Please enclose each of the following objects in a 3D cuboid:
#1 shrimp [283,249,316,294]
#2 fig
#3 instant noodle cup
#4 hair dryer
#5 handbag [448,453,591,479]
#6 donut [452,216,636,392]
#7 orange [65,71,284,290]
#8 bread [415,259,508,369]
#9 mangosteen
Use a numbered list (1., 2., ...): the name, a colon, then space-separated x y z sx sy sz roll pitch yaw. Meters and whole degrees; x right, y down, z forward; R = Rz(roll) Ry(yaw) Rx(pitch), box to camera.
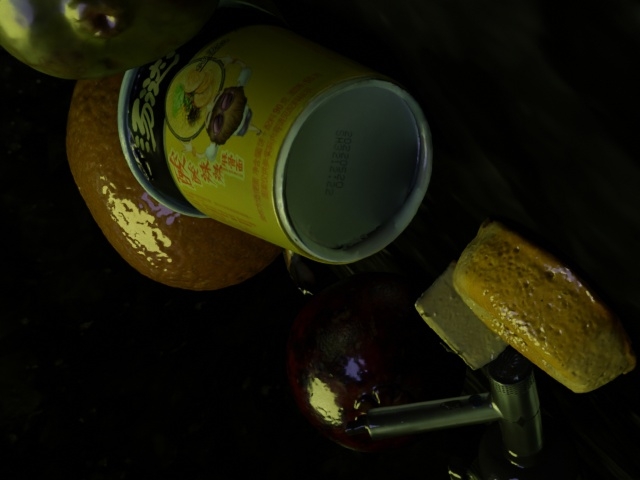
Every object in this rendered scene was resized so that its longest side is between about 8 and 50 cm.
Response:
1. shrimp: 0.000 0.000 1.369 0.054 0.222 0.290 -4 -156 -32
2. fig: -0.180 -0.248 0.644 0.203 0.203 0.225 54 -167 -62
3. instant noodle cup: -0.033 -0.085 0.712 0.236 0.215 0.215 31 166 50
4. hair dryer: 0.214 0.266 1.255 0.284 0.156 0.320 -4 141 28
5. handbag: 0.393 0.503 1.549 0.240 0.247 0.341 52 180 -43
6. donut: 0.179 0.061 0.706 0.162 0.065 0.178 48 176 -20
7. orange: -0.177 -0.113 1.124 0.357 0.322 0.322 54 175 -10
8. bread: 0.174 0.096 0.995 0.109 0.084 0.080 46 178 24
9. mangosteen: 0.091 0.191 1.436 0.306 0.306 0.359 49 -168 -19
